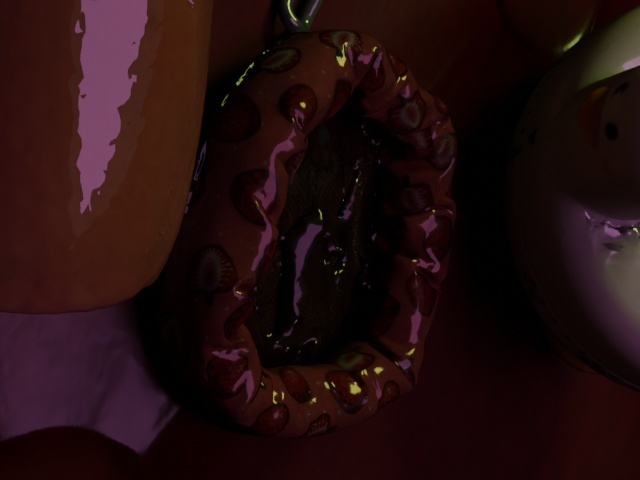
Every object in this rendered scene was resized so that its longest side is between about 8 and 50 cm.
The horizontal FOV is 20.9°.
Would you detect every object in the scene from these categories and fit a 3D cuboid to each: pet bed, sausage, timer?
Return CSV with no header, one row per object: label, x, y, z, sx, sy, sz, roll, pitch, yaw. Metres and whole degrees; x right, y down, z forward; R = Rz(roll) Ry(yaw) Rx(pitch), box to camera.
pet bed,0.000,0.000,0.794,0.201,0.053,0.201,-22,117,-54
sausage,-0.091,-0.133,0.575,0.121,0.121,0.304,-3,101,-55
timer,0.219,-0.026,0.941,0.233,0.240,0.233,1,85,-14

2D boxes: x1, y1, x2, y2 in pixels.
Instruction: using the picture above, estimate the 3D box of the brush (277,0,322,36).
brush,0.034,-0.210,0.827,0.062,0.027,0.266,45,65,-49
